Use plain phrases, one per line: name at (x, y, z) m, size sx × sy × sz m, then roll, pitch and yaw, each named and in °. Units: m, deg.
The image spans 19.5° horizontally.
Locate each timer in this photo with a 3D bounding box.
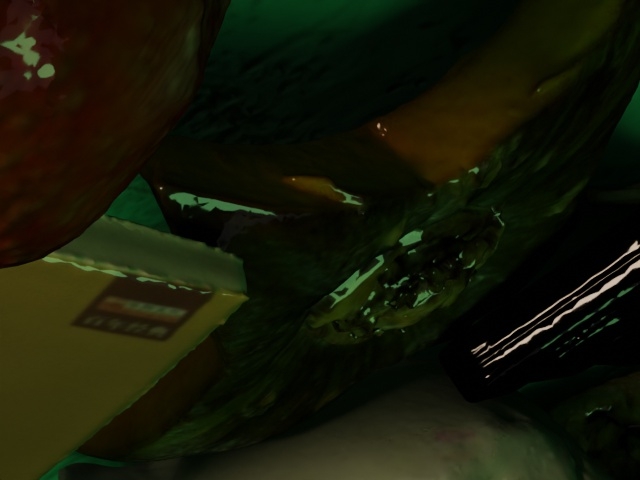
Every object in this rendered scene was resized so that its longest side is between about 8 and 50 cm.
timer at (0.155, 0.034, 0.964) m, size 0.144 × 0.055 × 0.187 m, roll -38°, pitch 164°, yaw 22°

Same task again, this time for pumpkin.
pumpkin at (0.015, 0.002, 0.839) m, size 0.258 × 0.095 × 0.290 m, roll -23°, pitch 159°, yaw -21°

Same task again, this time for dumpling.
dumpling at (0.050, 0.194, 0.963) m, size 0.321 × 0.270 × 0.211 m, roll -20°, pitch 136°, yaw -1°

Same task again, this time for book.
book at (-0.239, 0.070, 0.746) m, size 0.269 × 0.032 × 0.389 m, roll 14°, pitch 145°, yaw -30°

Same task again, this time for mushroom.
mushroom at (0.270, -0.043, 1.002) m, size 0.286 × 0.026 × 0.028 m, roll -10°, pitch 130°, yaw -16°

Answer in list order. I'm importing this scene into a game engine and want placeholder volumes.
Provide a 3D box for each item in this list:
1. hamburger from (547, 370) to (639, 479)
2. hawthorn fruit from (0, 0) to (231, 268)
hamburger at (0.209, 0.221, 1.191) m, size 0.318 × 0.195 × 0.277 m, roll -8°, pitch 146°, yaw -32°
hawthorn fruit at (-0.140, -0.104, 0.500) m, size 0.205 × 0.205 × 0.253 m, roll -35°, pitch 139°, yaw 19°
